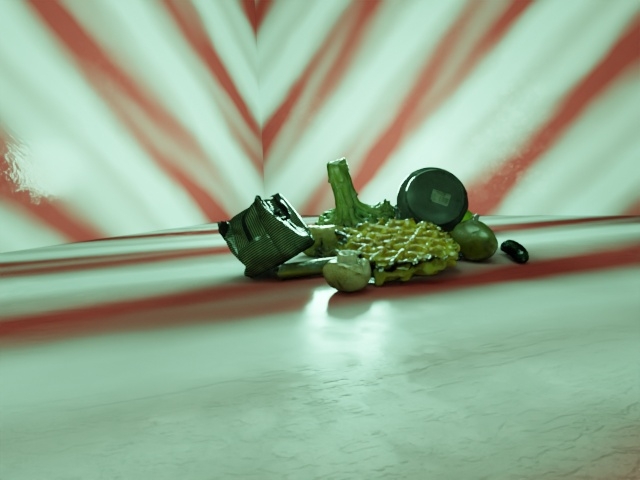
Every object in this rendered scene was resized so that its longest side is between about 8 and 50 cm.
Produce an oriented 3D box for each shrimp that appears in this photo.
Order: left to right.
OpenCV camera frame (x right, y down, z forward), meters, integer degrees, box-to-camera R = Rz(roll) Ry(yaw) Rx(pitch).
[{"bbox_3d":[0.109,0.060,1.623,0.169,0.058,0.296,1,7,-45],"label":"shrimp"}]

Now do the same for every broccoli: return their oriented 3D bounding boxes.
[{"bbox_3d":[0.097,-0.156,1.965,0.397,0.353,0.275,40,10,-20],"label":"broccoli"}]

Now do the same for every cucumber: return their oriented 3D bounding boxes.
[{"bbox_3d":[0.730,0.036,1.566,0.067,0.067,0.245,-1,6,11],"label":"cucumber"}]

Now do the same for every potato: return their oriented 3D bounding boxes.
[{"bbox_3d":[0.583,0.002,1.560,0.157,0.157,0.194,-3,11,-11],"label":"potato"}]

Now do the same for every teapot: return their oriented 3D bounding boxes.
[{"bbox_3d":[0.514,-0.137,1.899,0.376,0.305,0.362,19,-9,5],"label":"teapot"}]

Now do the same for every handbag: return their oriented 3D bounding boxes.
[{"bbox_3d":[-0.185,-0.024,1.466,0.247,0.240,0.341,-30,2,14],"label":"handbag"}]

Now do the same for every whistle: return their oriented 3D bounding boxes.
[{"bbox_3d":[0.004,0.089,1.393,0.327,0.057,0.068,-5,5,-21],"label":"whistle"}]

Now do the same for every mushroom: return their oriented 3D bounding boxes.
[{"bbox_3d":[0.074,0.087,1.182,0.148,0.112,0.148,-1,16,0],"label":"mushroom"}]

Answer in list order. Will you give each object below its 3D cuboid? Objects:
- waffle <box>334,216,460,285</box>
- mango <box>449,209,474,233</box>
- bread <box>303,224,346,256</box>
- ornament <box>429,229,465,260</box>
[{"bbox_3d":[0.250,0.020,1.381,0.380,0.095,0.382,-11,27,-9],"label":"waffle"},{"bbox_3d":[0.764,-0.116,2.370,0.192,0.155,0.343,15,13,38],"label":"mango"},{"bbox_3d":[0.000,0.000,1.789,0.245,0.134,0.244,-4,5,0],"label":"bread"},{"bbox_3d":[0.360,0.052,1.476,0.251,0.106,0.260,-8,21,3],"label":"ornament"}]
